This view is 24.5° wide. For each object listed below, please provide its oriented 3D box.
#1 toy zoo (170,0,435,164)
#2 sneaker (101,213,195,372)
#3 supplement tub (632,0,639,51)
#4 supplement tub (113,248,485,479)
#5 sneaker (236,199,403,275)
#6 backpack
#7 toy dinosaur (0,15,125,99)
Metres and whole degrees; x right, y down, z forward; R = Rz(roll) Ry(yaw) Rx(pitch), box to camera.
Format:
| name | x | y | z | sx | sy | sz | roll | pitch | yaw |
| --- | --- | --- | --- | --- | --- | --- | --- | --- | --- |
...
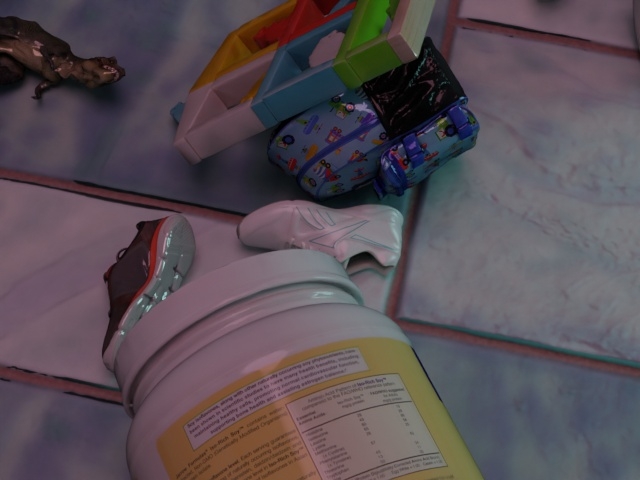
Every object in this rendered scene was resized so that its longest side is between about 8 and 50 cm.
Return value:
| name | x | y | z | sx | sy | sz | roll | pitch | yaw |
| --- | --- | --- | --- | --- | --- | --- | --- | --- | --- |
| toy zoo | -0.024 | -0.168 | 1.331 | 0.293 | 0.030 | 0.192 | -22 | 30 | 31 |
| sneaker | -0.163 | 0.048 | 1.298 | 0.064 | 0.061 | 0.158 | 2 | 55 | 31 |
| supplement tub | 0.417 | -0.225 | 1.416 | 0.199 | 0.144 | 0.144 | -9 | 61 | -8 |
| supplement tub | -0.002 | 0.198 | 1.100 | 0.241 | 0.241 | 0.331 | -21 | 63 | -13 |
| sneaker | 0.000 | 0.000 | 1.323 | 0.152 | 0.054 | 0.061 | 1 | 63 | -2 |
| backpack | 0.043 | -0.094 | 1.326 | 0.173 | 0.158 | 0.117 | -32 | 84 | -4 |
| toy dinosaur | -0.315 | -0.188 | 1.418 | 0.268 | 0.064 | 0.118 | 32 | 49 | 19 |
